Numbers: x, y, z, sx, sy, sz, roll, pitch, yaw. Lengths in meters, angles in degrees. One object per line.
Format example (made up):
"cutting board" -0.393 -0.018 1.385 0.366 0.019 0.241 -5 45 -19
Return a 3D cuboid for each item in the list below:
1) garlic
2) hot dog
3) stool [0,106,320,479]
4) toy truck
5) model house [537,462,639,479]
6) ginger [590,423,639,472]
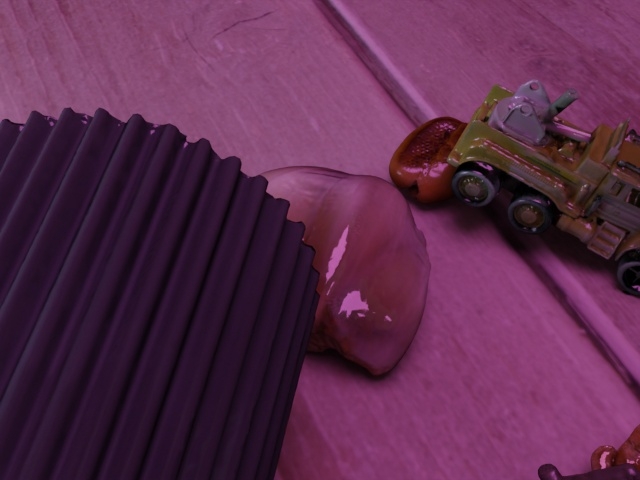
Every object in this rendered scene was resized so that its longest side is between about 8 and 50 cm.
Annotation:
"garlic" 0.000 0.000 0.794 0.217 0.110 0.228 10 47 10
"hot dog" 0.136 -0.093 0.925 0.090 0.060 0.140 20 56 26
"stool" -0.161 0.131 0.512 0.297 0.297 0.330 6 43 2
"toy truck" 0.269 -0.065 0.829 0.260 0.135 0.128 33 49 3
"model house" 0.178 0.255 0.546 0.188 0.122 0.229 25 56 34
"ginger" 0.291 0.226 0.636 0.176 0.052 0.193 10 58 20
